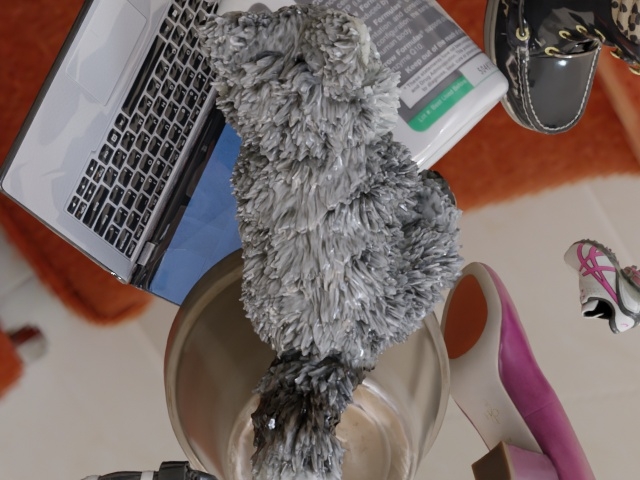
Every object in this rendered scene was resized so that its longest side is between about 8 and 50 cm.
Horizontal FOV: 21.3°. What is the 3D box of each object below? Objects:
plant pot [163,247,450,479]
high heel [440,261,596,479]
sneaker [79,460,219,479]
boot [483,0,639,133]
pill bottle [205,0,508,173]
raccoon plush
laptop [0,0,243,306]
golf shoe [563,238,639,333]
[{"bbox_3d":[-0.009,0.181,1.789,0.323,0.323,0.280,-31,-165,5],"label":"plant pot"},{"bbox_3d":[0.257,0.203,2.153,0.127,0.181,0.377,-37,-137,38],"label":"high heel"},{"bbox_3d":[-0.091,0.258,1.204,0.121,0.217,0.079,-11,-157,8],"label":"sneaker"},{"bbox_3d":[0.314,-0.239,1.877,0.138,0.377,0.284,-14,-143,-23],"label":"boot"},{"bbox_3d":[0.017,-0.233,1.865,0.204,0.361,0.204,-42,177,-3],"label":"pill bottle"},{"bbox_3d":[0.000,0.000,1.500,0.216,0.299,0.446,-10,-124,13],"label":"raccoon plush"},{"bbox_3d":[-0.095,-0.119,1.947,0.236,0.408,0.382,13,-108,35],"label":"laptop"},{"bbox_3d":[0.353,0.056,2.154,0.086,0.067,0.186,-37,-151,-7],"label":"golf shoe"}]
